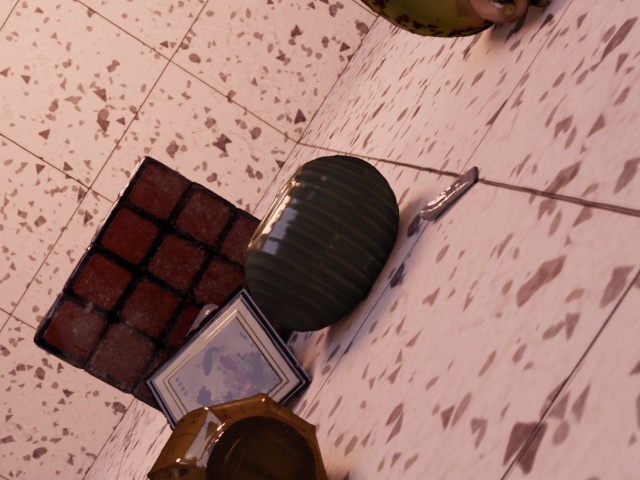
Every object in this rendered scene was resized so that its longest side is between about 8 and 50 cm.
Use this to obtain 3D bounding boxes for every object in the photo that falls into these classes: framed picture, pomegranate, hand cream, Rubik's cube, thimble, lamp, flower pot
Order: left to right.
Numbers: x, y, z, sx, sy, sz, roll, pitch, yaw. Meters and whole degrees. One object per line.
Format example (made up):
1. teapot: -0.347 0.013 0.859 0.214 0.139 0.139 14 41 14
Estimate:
1. Rubik's cube: -0.243 0.103 1.503 0.343 0.344 0.337 -59 9 -12
2. framed picture: -0.131 0.186 1.183 0.199 0.010 0.195 -44 51 3
3. thimble: -0.126 0.165 1.281 0.117 0.151 0.127 -61 -20 -8
4. lamp: -0.082 0.233 0.866 0.161 0.161 0.185 -62 11 -24
5. flower pot: 0.000 0.000 1.168 0.243 0.157 0.189 -59 8 -17
6. hand cream: 0.145 -0.051 1.017 0.093 0.019 0.030 -46 16 40
7. pomegranate: 0.201 -0.393 1.232 0.285 0.285 0.340 -55 43 17
